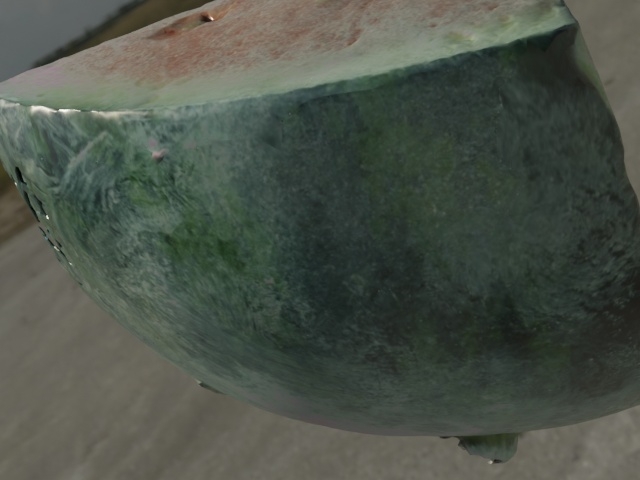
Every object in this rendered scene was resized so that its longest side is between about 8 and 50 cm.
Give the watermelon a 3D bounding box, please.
[{"bbox_3d":[0.003,0.006,0.507,0.188,0.175,0.322,-22,-3,5],"label":"watermelon"}]
